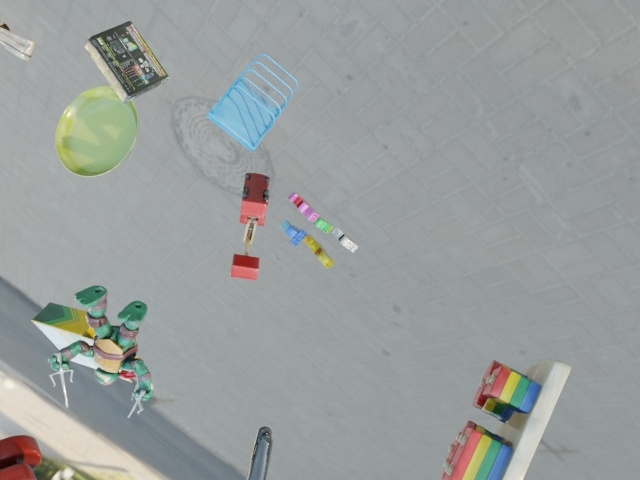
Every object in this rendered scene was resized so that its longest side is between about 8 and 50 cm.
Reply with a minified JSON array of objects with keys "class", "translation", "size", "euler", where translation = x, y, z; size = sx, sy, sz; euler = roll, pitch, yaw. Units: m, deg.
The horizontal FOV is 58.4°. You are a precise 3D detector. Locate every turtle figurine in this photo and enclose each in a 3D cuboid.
[{"class":"turtle figurine","translation":[-0.364,0.194,0.977],"size":[0.176,0.118,0.234],"euler":[11,120,-12]}]

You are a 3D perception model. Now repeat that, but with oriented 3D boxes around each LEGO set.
[{"class":"LEGO set","translation":[0.000,0.000,1.238],"size":[0.227,0.087,0.093],"euler":[35,-169,-48]}]

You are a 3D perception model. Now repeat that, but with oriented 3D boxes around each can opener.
[{"class":"can opener","translation":[-0.099,0.379,0.888],"size":[0.073,0.185,0.059],"euler":[6,-177,-18]}]

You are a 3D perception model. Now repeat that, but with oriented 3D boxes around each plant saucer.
[{"class":"plant saucer","translation":[-0.556,-0.270,1.443],"size":[0.241,0.240,0.037],"euler":[24,177,19]}]

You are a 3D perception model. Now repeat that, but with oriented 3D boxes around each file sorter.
[{"class":"file sorter","translation":[-0.134,-0.292,1.189],"size":[0.118,0.170,0.104],"euler":[37,131,-14]}]

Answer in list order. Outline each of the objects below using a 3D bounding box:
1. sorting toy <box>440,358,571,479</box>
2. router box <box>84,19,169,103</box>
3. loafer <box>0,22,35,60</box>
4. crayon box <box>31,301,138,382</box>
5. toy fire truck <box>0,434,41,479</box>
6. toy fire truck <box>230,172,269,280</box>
[{"class":"sorting toy","translation":[0.274,0.303,0.911],"size":[0.090,0.257,0.255],"euler":[25,170,15]},{"class":"router box","translation":[-0.347,-0.321,1.028],"size":[0.038,0.092,0.122],"euler":[-16,110,55]},{"class":"loafer","translation":[-0.573,-0.376,1.046],"size":[0.125,0.039,0.045],"euler":[36,-171,5]},{"class":"crayon box","translation":[-0.686,0.299,1.703],"size":[0.323,0.083,0.203],"euler":[6,136,36]},{"class":"toy fire truck","translation":[-0.559,0.457,0.880],"size":[0.169,0.254,0.302],"euler":[51,126,29]},{"class":"toy fire truck","translation":[-0.125,-0.030,1.026],"size":[0.047,0.192,0.135],"euler":[9,116,-9]}]
